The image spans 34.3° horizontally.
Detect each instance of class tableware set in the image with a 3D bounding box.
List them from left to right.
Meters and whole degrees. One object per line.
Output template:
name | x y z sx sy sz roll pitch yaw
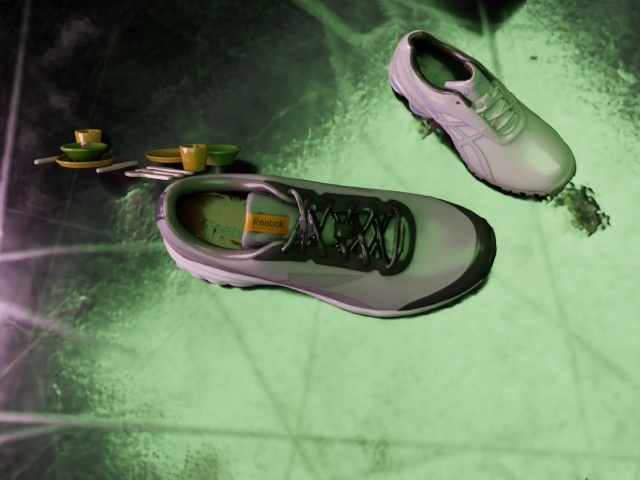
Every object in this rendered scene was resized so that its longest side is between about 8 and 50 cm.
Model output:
tableware set | -0.147 -0.075 0.843 0.154 0.104 0.024 8 106 31

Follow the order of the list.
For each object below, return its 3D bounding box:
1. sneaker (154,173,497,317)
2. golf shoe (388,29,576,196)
sneaker | 0.000 0.000 0.804 0.271 0.108 0.100 5 80 7
golf shoe | 0.125 -0.100 0.812 0.176 0.086 0.069 37 86 10
